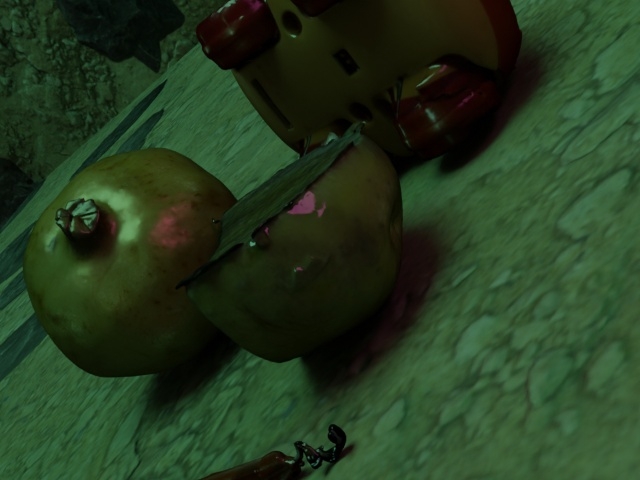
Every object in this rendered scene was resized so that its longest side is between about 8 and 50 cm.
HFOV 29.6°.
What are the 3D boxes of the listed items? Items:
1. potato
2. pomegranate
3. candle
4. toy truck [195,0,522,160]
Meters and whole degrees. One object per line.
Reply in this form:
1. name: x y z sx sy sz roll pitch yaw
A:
1. potato: 0.000 0.000 0.773 0.138 0.098 0.243 -38 9 8
2. pomegranate: -0.143 0.015 0.936 0.196 0.196 0.196 -41 16 15
3. candle: -0.043 0.135 0.681 0.167 0.021 0.026 -28 33 43
4. toy truck: 0.053 -0.174 0.926 0.239 0.189 0.265 -46 13 -34
